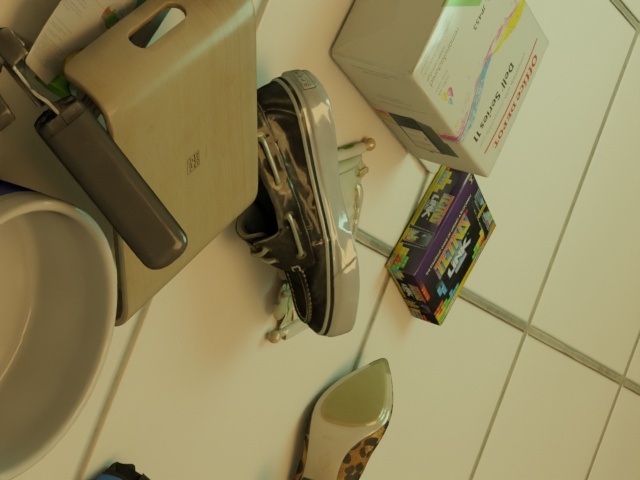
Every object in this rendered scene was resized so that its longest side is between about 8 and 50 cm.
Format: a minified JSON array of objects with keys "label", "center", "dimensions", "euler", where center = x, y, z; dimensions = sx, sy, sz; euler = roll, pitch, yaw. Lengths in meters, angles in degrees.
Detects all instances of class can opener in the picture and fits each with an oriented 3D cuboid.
[{"label":"can opener","center":[-0.232,-0.079,1.524],"dimensions":[0.095,0.076,0.283],"euler":[-39,106,-6]}]

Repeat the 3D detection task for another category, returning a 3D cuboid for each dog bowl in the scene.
[{"label":"dog bowl","center":[-0.302,0.078,1.575],"dimensions":[0.265,0.104,0.265],"euler":[-36,135,-46]}]

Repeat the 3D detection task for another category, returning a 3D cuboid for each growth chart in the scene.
[{"label":"growth chart","center":[0.000,0.000,2.120],"dimensions":[0.172,0.021,0.237],"euler":[-13,117,-56]}]

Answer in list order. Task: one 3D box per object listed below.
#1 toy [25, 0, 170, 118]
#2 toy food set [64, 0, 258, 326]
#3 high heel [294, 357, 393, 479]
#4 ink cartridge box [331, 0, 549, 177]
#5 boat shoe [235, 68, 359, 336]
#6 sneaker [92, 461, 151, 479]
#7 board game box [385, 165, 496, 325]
[{"label":"toy","center":[-0.191,-0.236,1.633],"dimensions":[0.237,0.056,0.137],"euler":[-62,152,-11]},{"label":"toy food set","center":[-0.159,-0.089,1.710],"dimensions":[0.220,0.092,0.306],"euler":[-45,147,-39]},{"label":"high heel","center":[0.019,0.283,2.280],"dimensions":[0.186,0.093,0.261],"euler":[100,17,-52]},{"label":"ink cartridge box","center":[0.164,-0.218,2.170],"dimensions":[0.207,0.119,0.353],"euler":[-65,150,-11]},{"label":"boat shoe","center":[-0.040,-0.030,1.965],"dimensions":[0.119,0.121,0.335],"euler":[-20,122,-16]},{"label":"sneaker","center":[-0.183,0.301,1.890],"dimensions":[0.058,0.152,0.084],"euler":[-37,-174,45]},{"label":"board game box","center":[0.162,0.006,2.368],"dimensions":[0.170,0.048,0.141],"euler":[-60,150,-19]}]
